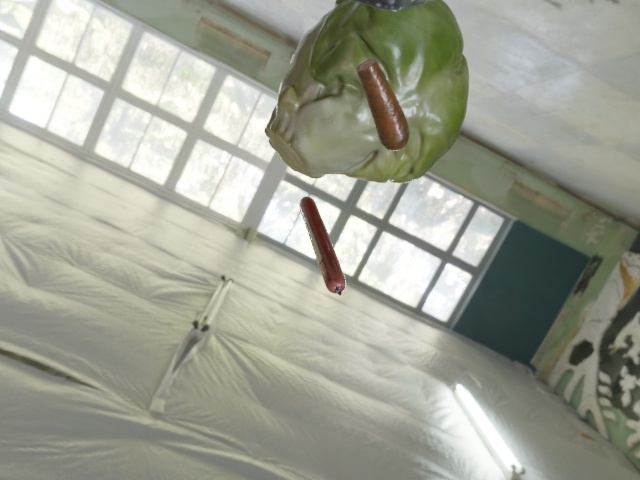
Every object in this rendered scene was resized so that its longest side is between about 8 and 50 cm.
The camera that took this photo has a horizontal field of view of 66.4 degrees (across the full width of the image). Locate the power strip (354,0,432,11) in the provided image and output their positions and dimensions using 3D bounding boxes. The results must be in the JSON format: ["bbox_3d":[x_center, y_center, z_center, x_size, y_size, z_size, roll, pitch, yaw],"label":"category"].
[{"bbox_3d":[0.015,-0.245,0.373,0.213,0.064,0.198,29,-136,18],"label":"power strip"}]

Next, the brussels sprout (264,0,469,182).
[{"bbox_3d":[0.082,-0.208,0.737,0.274,0.316,0.242,19,-154,-53],"label":"brussels sprout"}]

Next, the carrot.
[{"bbox_3d":[0.061,-0.128,0.471,0.032,0.032,0.093,38,163,53],"label":"carrot"}]

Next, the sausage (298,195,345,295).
[{"bbox_3d":[0.000,0.000,0.712,0.029,0.029,0.223,22,-151,-31],"label":"sausage"}]
